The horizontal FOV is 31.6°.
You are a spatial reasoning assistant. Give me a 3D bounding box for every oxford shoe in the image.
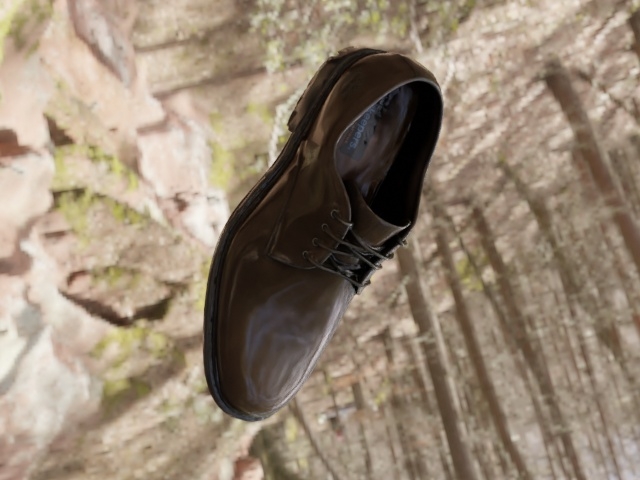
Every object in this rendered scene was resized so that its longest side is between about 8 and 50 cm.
[{"bbox_3d":[0.000,0.000,0.624,0.082,0.227,0.096,20,-176,-27],"label":"oxford shoe"}]
